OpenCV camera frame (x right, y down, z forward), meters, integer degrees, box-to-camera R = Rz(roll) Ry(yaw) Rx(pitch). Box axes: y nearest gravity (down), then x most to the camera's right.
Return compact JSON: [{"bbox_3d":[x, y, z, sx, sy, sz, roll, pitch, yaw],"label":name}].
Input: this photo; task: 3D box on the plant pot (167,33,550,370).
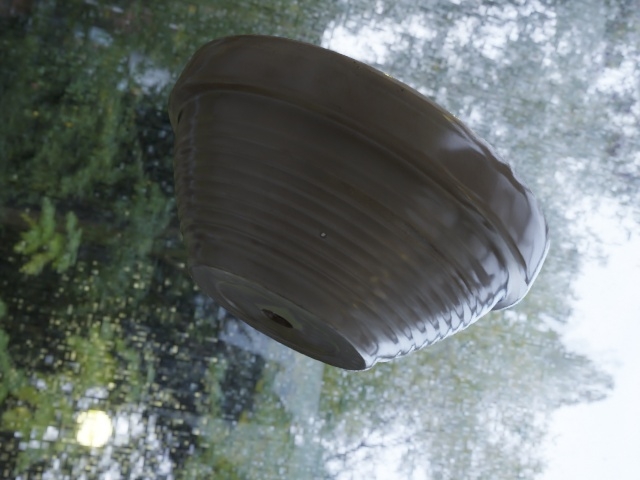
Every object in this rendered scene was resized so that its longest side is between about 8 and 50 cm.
[{"bbox_3d":[0.000,0.000,0.541,0.110,0.237,0.237,-60,-163,-17],"label":"plant pot"}]
